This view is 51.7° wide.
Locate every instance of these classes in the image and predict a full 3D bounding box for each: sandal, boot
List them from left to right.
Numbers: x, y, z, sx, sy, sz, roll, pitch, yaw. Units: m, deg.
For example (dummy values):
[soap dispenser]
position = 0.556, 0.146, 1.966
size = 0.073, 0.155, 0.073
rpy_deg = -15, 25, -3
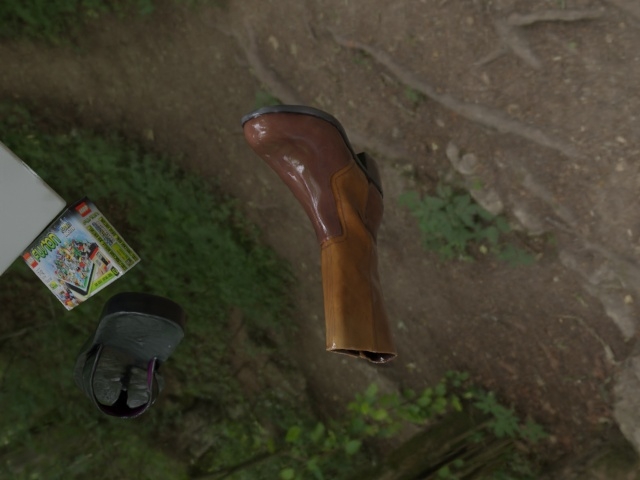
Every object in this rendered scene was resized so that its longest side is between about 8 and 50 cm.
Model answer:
[sandal]
position = -0.345, 0.229, 1.146
size = 0.445, 0.168, 0.107
rpy_deg = 122, 154, -53
[boot]
position = 0.000, 0.000, 0.804
size = 0.096, 0.264, 0.280
rpy_deg = -14, 64, 25

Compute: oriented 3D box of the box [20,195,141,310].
[box]
position = -0.348, 0.024, 0.944
size = 0.207, 0.036, 0.114
rpy_deg = -27, 106, 46

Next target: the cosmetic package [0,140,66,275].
[cosmetic package]
position = -0.394, 0.002, 0.681
size = 0.085, 0.231, 0.117
rpy_deg = 20, 155, 39
